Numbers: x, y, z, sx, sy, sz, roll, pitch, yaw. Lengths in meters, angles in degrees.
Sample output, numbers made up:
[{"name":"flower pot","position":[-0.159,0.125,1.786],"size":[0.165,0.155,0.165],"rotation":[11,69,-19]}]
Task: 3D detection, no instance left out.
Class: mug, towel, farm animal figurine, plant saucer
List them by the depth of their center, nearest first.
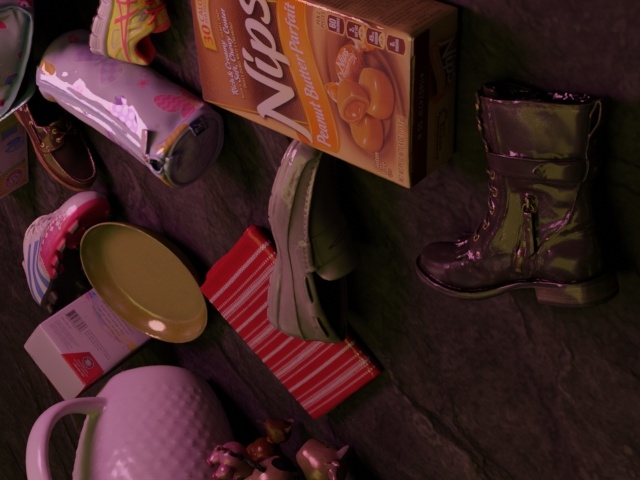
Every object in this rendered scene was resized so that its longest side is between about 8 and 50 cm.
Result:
[{"name":"towel","position":[-0.048,0.118,1.554],"size":[0.275,0.031,0.199],"rotation":[49,141,3]},{"name":"farm animal figurine","position":[-0.006,0.384,1.579],"size":[0.326,0.172,0.330],"rotation":[55,-178,-3]},{"name":"plant saucer","position":[-0.271,0.060,1.712],"size":[0.241,0.037,0.241],"rotation":[21,136,21]},{"name":"mug","position":[-0.294,0.369,1.713],"size":[0.276,0.374,0.328],"rotation":[-30,54,36]}]

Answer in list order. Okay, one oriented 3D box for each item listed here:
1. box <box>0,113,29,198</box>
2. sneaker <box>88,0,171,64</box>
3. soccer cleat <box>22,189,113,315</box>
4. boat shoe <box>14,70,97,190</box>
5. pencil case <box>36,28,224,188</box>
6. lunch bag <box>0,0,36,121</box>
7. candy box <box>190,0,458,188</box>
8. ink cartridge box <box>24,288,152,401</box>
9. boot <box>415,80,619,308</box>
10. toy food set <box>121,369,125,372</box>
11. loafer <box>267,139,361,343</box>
[{"name":"box","position":[-0.565,-0.167,1.812],"size":[0.103,0.114,0.203],"rotation":[37,141,19]},{"name":"sneaker","position":[-0.228,-0.308,1.376],"size":[0.094,0.081,0.208],"rotation":[26,138,3]},{"name":"soccer cleat","position":[-0.442,-0.002,1.816],"size":[0.143,0.116,0.331],"rotation":[54,142,17]},{"name":"boat shoe","position":[-0.414,-0.172,1.679],"size":[0.207,0.073,0.073],"rotation":[53,146,0]},{"name":"pencil case","position":[-0.258,-0.178,1.462],"size":[0.273,0.124,0.113],"rotation":[36,149,24]},{"name":"lunch bag","position":[-0.479,-0.298,1.516],"size":[0.262,0.160,0.223],"rotation":[114,149,-47]},{"name":"candy box","position":[-0.002,-0.200,1.195],"size":[0.316,0.087,0.183],"rotation":[25,135,32]},{"name":"ink cartridge box","position":[-0.380,0.162,1.830],"size":[0.128,0.176,0.127],"rotation":[52,146,2]},{"name":"boot","position":[0.193,-0.054,1.121],"size":[0.263,0.091,0.229],"rotation":[3,116,41]},{"name":"toy food set","position":[-0.309,0.328,1.999],"size":[0.192,0.038,0.132],"rotation":[26,135,32]},{"name":"loafer","position":[0.000,0.000,1.352],"size":[0.111,0.112,0.319],"rotation":[20,135,19]}]
